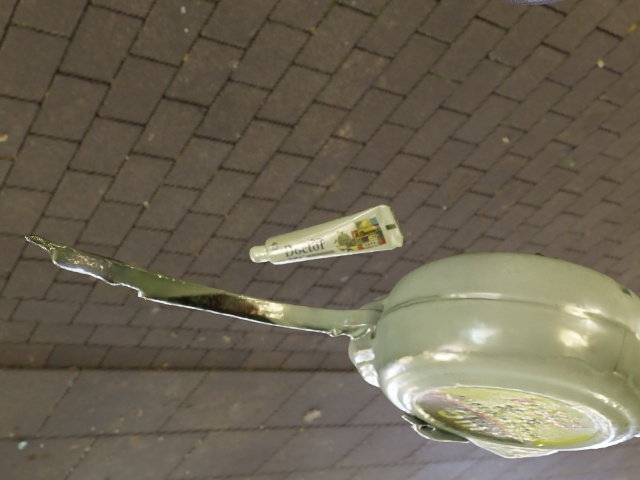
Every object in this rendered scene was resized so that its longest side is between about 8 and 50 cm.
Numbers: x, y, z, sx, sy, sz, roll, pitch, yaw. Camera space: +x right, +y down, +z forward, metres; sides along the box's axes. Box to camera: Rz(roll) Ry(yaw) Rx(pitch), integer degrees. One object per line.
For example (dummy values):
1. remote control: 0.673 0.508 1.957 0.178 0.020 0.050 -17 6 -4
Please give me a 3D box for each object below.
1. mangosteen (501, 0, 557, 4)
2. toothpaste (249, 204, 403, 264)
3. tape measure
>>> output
1. mangosteen: 0.322 -0.475 0.978 0.436 0.382 0.382 11 153 19
2. toothpaste: 0.000 0.000 1.172 0.256 0.037 0.067 -12 111 32
3. tape measure: 0.037 0.027 0.391 0.330 0.084 0.164 31 142 -31
